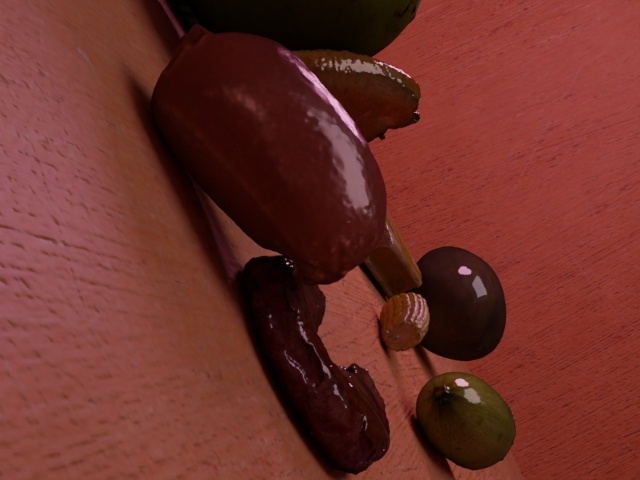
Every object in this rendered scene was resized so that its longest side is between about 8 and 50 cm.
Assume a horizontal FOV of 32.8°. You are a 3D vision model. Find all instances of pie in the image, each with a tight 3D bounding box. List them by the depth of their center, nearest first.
[{"bbox_3d":[-0.001,0.109,0.988,0.219,0.054,0.204,61,7,-13],"label":"pie"}]

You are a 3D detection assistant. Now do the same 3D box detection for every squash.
[{"bbox_3d":[0.213,0.269,1.640,0.133,0.132,0.247,66,10,24],"label":"squash"}]

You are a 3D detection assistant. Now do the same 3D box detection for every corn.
[{"bbox_3d":[0.134,0.131,1.746,0.165,0.085,0.063,-68,147,-75],"label":"corn"}]

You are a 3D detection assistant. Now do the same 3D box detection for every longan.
[{"bbox_3d":[0.274,0.132,2.199,0.246,0.215,0.246,36,33,-29],"label":"longan"}]

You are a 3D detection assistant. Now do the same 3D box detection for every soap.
[{"bbox_3d":[0.119,0.019,2.051,0.257,0.080,0.160,51,14,-56],"label":"soap"}]

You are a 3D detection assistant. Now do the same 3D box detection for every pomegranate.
[{"bbox_3d":[-0.051,-0.342,1.236,0.309,0.216,0.359,9,-48,44],"label":"pomegranate"}]

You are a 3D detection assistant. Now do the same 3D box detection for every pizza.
[{"bbox_3d":[-0.031,-0.139,1.230,0.229,0.289,0.081,118,-42,-51],"label":"pizza"}]

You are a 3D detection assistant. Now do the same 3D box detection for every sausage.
[{"bbox_3d":[-0.044,-0.080,0.956,0.254,0.148,0.148,48,7,2],"label":"sausage"}]

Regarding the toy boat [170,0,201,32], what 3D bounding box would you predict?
[{"bbox_3d":[-0.144,-0.321,1.429,0.299,0.092,0.134,60,11,-25],"label":"toy boat"}]
